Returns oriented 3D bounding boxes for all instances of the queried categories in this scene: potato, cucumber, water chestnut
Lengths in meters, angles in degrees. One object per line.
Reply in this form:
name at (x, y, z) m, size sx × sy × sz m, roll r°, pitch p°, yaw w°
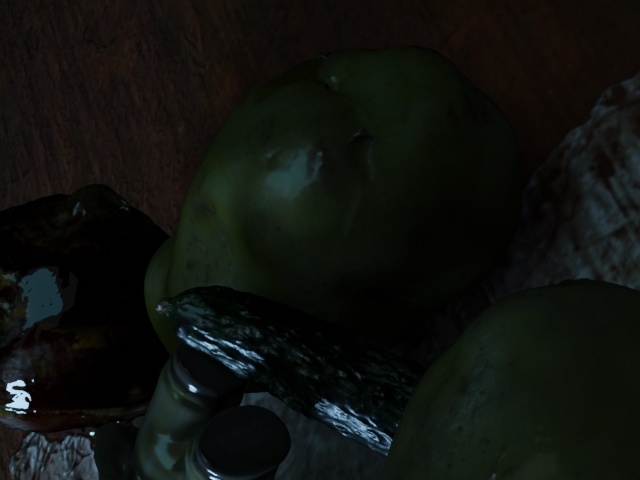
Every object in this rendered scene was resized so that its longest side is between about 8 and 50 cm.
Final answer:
potato at (-0.003, -0.002, 1.311) m, size 0.202 × 0.218 × 0.351 m, roll 57°, pitch 137°, yaw 19°
cucumber at (0.027, 0.098, 1.189) m, size 0.068 × 0.293 × 0.067 m, roll -60°, pitch -9°, yaw -16°
potato at (0.154, 0.180, 1.005) m, size 0.243 × 0.221 × 0.326 m, roll -48°, pitch 49°, yaw 17°
water chestnut at (-0.210, 0.071, 1.539) m, size 0.223 × 0.238 × 0.224 m, roll -4°, pitch 39°, yaw 3°

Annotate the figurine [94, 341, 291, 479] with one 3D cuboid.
figurine at (-0.137, 0.241, 1.288) m, size 0.248 × 0.203 × 0.381 m, roll 44°, pitch 121°, yaw 20°
